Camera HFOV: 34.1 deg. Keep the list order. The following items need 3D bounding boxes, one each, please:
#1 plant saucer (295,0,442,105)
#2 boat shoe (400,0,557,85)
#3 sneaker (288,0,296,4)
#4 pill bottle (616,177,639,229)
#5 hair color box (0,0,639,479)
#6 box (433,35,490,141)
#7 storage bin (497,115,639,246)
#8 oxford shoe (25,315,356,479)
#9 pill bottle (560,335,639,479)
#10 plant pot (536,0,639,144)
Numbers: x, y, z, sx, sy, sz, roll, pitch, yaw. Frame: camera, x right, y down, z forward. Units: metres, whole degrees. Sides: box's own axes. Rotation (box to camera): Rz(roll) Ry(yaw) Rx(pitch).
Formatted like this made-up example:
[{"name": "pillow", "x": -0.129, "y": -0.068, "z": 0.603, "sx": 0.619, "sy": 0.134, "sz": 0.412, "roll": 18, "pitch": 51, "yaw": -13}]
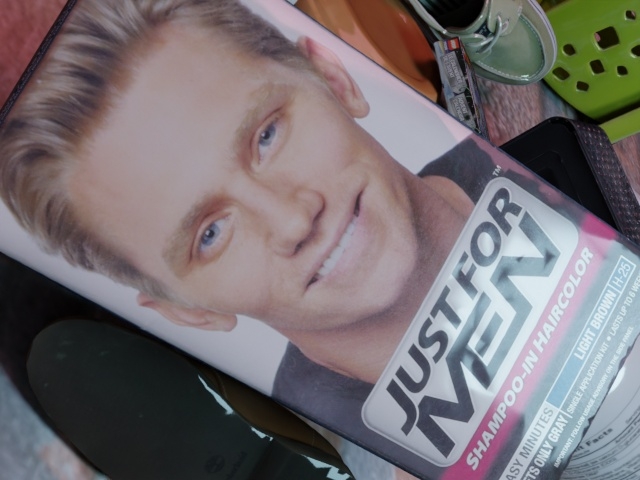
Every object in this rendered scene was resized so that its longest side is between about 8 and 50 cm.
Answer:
[{"name": "plant saucer", "x": 0.050, "y": -0.189, "z": 0.963, "sx": 0.200, "sy": 0.037, "sz": 0.200, "roll": 40, "pitch": 30, "yaw": -30}, {"name": "boat shoe", "x": 0.143, "y": -0.234, "z": 1.063, "sx": 0.302, "sy": 0.109, "sz": 0.094, "roll": 29, "pitch": 28, "yaw": -36}, {"name": "sneaker", "x": -0.077, "y": -0.279, "z": 0.860, "sx": 0.121, "sy": 0.079, "sz": 0.217, "roll": 28, "pitch": 36, "yaw": -34}, {"name": "pill bottle", "x": 0.296, "y": -0.034, "z": 1.146, "sx": 0.160, "sy": 0.087, "sz": 0.087, "roll": 3, "pitch": 63, "yaw": -52}, {"name": "hair color box", "x": 0.000, "y": 0.000, "z": 0.559, "sx": 0.347, "sy": 0.105, "sz": 0.174, "roll": 31, "pitch": 85, "yaw": -19}, {"name": "box", "x": 0.140, "y": -0.135, "z": 1.011, "sx": 0.137, "sy": 0.027, "sz": 0.094, "roll": 12, "pitch": 66, "yaw": -76}, {"name": "storage bin", "x": 0.242, "y": -0.019, "z": 1.030, "sx": 0.084, "sy": 0.122, "sz": 0.180, "roll": -1, "pitch": 66, "yaw": -53}, {"name": "oxford shoe", "x": -0.073, "y": 0.101, "z": 0.588, "sx": 0.212, "sy": 0.076, "sz": 0.076, "roll": 37, "pitch": 9, "yaw": -26}, {"name": "pill bottle", "x": 0.213, "y": 0.119, "z": 0.840, "sx": 0.283, "sy": 0.160, "sz": 0.160, "roll": 42, "pitch": 37, "yaw": -31}, {"name": "plant pot", "x": 0.409, "y": -0.266, "z": 1.360, "sx": 0.207, "sy": 0.227, "sz": 0.228, "roll": 58, "pitch": 32, "yaw": -13}]
